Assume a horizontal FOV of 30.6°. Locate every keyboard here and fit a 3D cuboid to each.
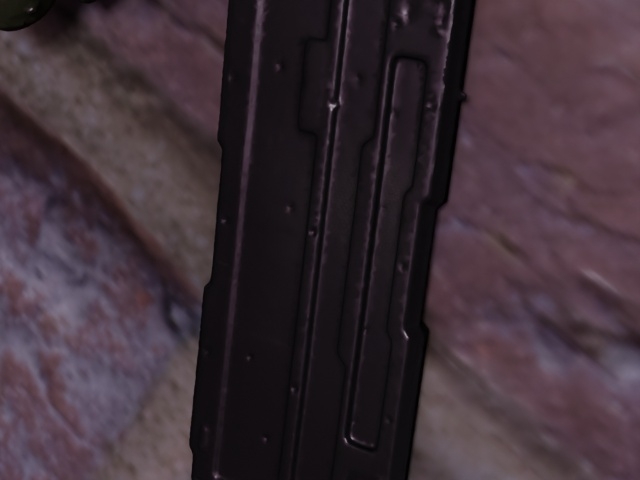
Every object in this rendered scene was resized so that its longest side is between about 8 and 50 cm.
[{"bbox_3d":[0.000,0.000,0.467,0.106,0.016,0.262,14,106,29],"label":"keyboard"}]

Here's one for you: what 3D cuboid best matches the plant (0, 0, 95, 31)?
[{"bbox_3d":[-0.089,-0.144,0.465,0.174,0.087,0.085,-35,50,26],"label":"plant"}]
